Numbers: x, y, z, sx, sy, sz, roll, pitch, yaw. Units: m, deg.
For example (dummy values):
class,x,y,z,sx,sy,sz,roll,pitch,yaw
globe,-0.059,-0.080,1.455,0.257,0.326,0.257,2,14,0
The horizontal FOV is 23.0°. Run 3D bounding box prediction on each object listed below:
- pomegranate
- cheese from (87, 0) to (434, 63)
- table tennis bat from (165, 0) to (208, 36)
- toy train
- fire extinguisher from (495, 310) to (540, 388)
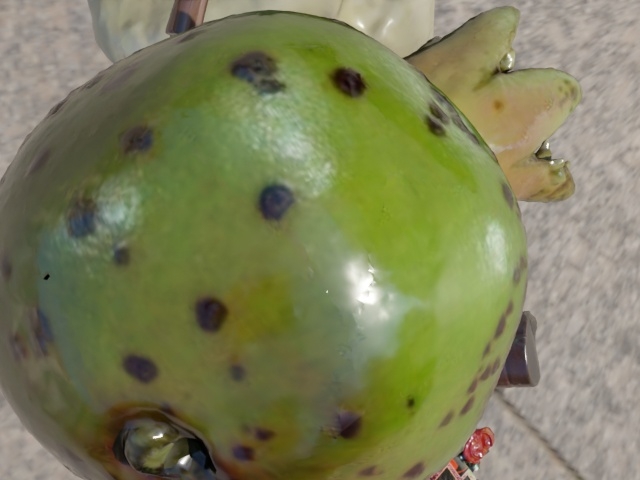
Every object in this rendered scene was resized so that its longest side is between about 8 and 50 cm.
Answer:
class,x,y,z,sx,sy,sz,roll,pitch,yaw
pomegranate,-0.013,0.009,0.682,0.231,0.286,0.230,7,106,24
cheese,-0.024,-0.201,1.079,0.251,0.173,0.248,5,141,-19
table tennis bat,-0.020,-0.190,0.982,0.119,0.107,0.169,18,85,-26
toy train,0.075,0.145,1.205,0.087,0.050,0.138,-46,122,-19
fire extinguisher,0.072,0.101,1.481,0.268,0.089,0.072,-4,130,20
